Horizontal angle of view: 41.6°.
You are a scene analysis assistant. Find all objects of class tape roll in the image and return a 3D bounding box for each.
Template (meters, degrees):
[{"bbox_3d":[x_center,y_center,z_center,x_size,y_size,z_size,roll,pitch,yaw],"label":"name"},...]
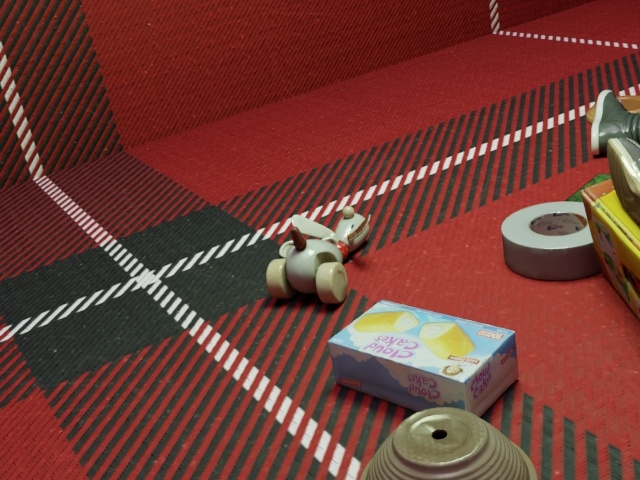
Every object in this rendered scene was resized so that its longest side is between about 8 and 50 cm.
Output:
[{"bbox_3d":[0.470,-0.002,1.663,0.219,0.072,0.219,-9,25,4],"label":"tape roll"}]

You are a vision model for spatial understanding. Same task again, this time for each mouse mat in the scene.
[{"bbox_3d":[0.660,-0.111,1.906,0.153,0.007,0.190,12,33,41],"label":"mouse mat"}]

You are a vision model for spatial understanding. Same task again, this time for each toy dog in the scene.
[{"bbox_3d":[0.000,0.000,1.749,0.220,0.160,0.333,-8,24,6],"label":"toy dog"}]

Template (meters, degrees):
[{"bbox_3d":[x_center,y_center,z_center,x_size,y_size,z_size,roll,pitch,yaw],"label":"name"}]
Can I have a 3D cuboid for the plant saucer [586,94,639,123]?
[{"bbox_3d":[0.847,-0.367,2.360,0.200,0.037,0.200,-9,24,4],"label":"plant saucer"}]

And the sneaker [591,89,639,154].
[{"bbox_3d":[0.786,-0.306,2.178,0.147,0.104,0.295,1,33,22],"label":"sneaker"}]

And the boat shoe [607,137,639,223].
[{"bbox_3d":[0.521,-0.083,1.301,0.092,0.102,0.285,-15,27,7],"label":"boat shoe"}]

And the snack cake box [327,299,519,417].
[{"bbox_3d":[0.161,0.189,1.346,0.264,0.089,0.152,11,31,41],"label":"snack cake box"}]

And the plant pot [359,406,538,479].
[{"bbox_3d":[0.159,0.293,1.091,0.238,0.109,0.237,-10,23,4],"label":"plant pot"}]

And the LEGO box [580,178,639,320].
[{"bbox_3d":[0.674,0.024,1.295,0.373,0.193,0.500,-20,23,7],"label":"LEGO box"}]
